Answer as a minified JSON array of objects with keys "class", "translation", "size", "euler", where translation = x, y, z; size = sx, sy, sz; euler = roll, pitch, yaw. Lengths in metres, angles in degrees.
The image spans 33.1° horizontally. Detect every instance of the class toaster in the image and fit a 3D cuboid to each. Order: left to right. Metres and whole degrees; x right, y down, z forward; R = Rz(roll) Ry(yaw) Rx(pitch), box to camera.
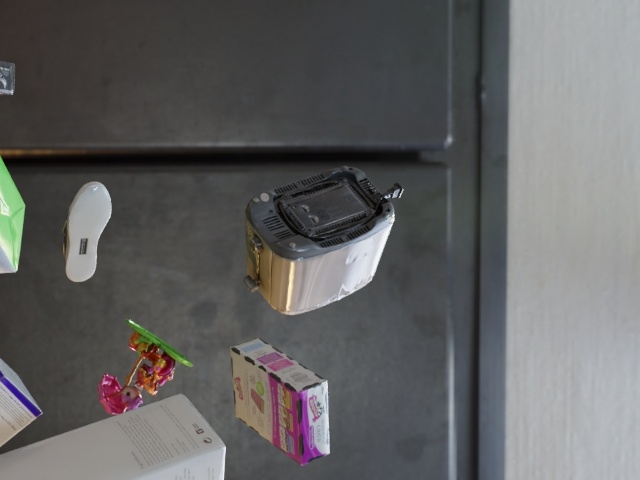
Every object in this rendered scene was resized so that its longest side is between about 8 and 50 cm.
[{"class":"toaster","translation":[0.000,0.000,1.437],"size":[0.227,0.146,0.129],"euler":[-22,-125,-29]}]

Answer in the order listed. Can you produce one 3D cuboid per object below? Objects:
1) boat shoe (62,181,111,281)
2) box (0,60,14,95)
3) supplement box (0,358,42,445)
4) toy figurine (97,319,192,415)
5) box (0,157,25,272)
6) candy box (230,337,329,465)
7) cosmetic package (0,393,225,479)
[{"class":"boat shoe","translation":[-0.456,-0.027,2.054],"size":[0.077,0.219,0.070],"euler":[2,-145,-29]},{"class":"box","translation":[-0.666,-0.284,1.819],"size":[0.183,0.056,0.231],"euler":[2,179,40]},{"class":"supplement box","translation":[-0.566,0.281,1.666],"size":[0.220,0.114,0.111],"euler":[-40,-135,-11]},{"class":"toy figurine","translation":[-0.332,0.253,1.960],"size":[0.173,0.159,0.130],"euler":[27,170,45]},{"class":"box","translation":[-0.558,-0.061,1.473],"size":[0.231,0.127,0.262],"euler":[-3,148,2]},{"class":"candy box","translation":[-0.078,0.301,2.041],"size":[0.071,0.159,0.233],"euler":[-17,-154,-33]},{"class":"cosmetic package","translation":[-0.337,0.396,1.623],"size":[0.365,0.197,0.155],"euler":[-13,-144,-31]}]
